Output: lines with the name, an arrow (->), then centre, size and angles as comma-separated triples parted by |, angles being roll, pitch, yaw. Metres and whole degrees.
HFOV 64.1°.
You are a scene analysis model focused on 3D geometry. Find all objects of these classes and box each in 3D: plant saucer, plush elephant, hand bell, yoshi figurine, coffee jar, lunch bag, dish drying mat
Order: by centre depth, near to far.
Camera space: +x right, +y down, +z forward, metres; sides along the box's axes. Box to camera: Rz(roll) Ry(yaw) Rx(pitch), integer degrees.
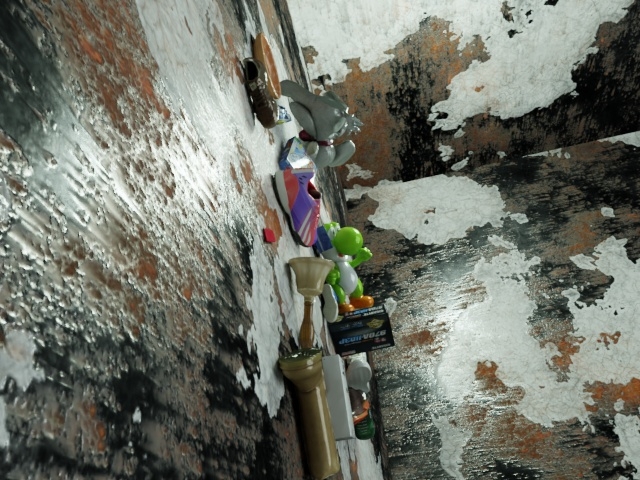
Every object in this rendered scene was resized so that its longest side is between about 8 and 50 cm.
dish drying mat -> -0.121, -0.012, 1.195 | 0.083, 0.008, 0.032 | 16, 62, -81
hand bell -> -0.032, 0.174, 1.328 | 0.126, 0.126, 0.241 | 58, 35, -70
plant saucer -> -0.166, -0.530, 1.564 | 0.200, 0.037, 0.199 | -12, 90, -82
plush elephant -> -0.007, -0.379, 1.830 | 0.272, 0.255, 0.330 | -3, 39, -45
lunch bag -> 0.000, 0.000, 1.879 | 0.098, 0.065, 0.067 | 68, -3, -48
coffee jar -> 0.150, 0.651, 1.916 | 0.096, 0.079, 0.184 | -89, 164, -61
yoshi figurine -> 0.104, 0.100, 1.964 | 0.203, 0.203, 0.361 | -41, 116, -83

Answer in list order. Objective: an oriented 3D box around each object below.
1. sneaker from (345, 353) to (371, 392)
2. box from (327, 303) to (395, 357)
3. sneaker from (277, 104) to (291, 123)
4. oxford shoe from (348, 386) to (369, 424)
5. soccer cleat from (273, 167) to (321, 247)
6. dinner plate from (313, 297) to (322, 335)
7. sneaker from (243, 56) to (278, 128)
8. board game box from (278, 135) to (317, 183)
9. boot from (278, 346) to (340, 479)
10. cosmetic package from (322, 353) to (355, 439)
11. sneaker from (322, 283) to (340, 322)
sneaker -> 0.139, 0.491, 2.039 | 0.292, 0.108, 0.169 | 85, -3, -56
box -> 0.149, 0.332, 1.867 | 0.051, 0.220, 0.175 | -95, 171, -57
sneaker -> -0.125, -0.395, 1.601 | 0.144, 0.053, 0.059 | -74, 149, -77
oxford shoe -> 0.096, 0.559, 1.710 | 0.098, 0.097, 0.271 | 55, 3, 9
soccer cleat -> -0.041, -0.088, 1.493 | 0.318, 0.117, 0.108 | 69, 12, -50
dinner plate -> -0.013, 0.229, 1.603 | 0.141, 0.017, 0.141 | -12, 90, -81
sneaker -> -0.163, -0.378, 1.312 | 0.071, 0.066, 0.188 | 3, 70, -65
board game box -> -0.068, -0.238, 1.633 | 0.136, 0.035, 0.201 | 53, 22, -24
boot -> -0.013, 0.372, 1.095 | 0.236, 0.089, 0.269 | 37, 43, -78
cosmetic package -> 0.055, 0.475, 1.546 | 0.099, 0.061, 0.238 | 62, 18, -63
sneaker -> 0.042, 0.237, 1.834 | 0.084, 0.058, 0.152 | 56, 15, -50
